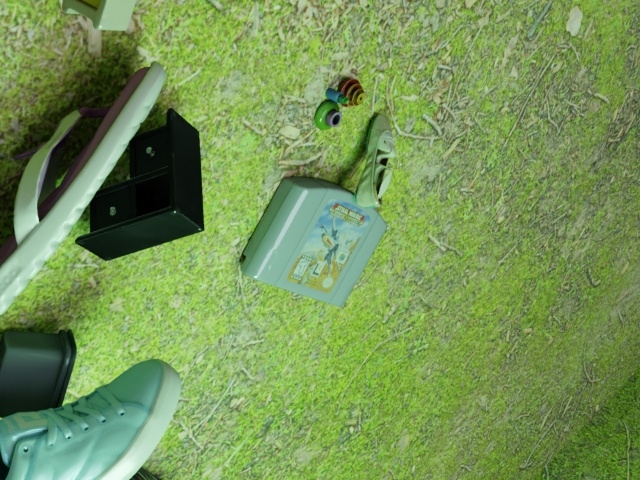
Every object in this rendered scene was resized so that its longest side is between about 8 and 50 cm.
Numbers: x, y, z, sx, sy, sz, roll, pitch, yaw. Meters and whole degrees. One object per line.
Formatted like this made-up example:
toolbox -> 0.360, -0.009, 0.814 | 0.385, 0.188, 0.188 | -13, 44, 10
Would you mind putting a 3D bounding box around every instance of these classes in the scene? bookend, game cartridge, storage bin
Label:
bookend -> -0.241, -0.073, 1.401 | 0.072, 0.156, 0.157 | 41, 38, -55
game cartridge -> 0.000, 0.000, 1.798 | 0.297, 0.062, 0.198 | 21, 103, -55
storage bin -> -0.395, 0.180, 1.420 | 0.091, 0.098, 0.135 | 13, 108, -26

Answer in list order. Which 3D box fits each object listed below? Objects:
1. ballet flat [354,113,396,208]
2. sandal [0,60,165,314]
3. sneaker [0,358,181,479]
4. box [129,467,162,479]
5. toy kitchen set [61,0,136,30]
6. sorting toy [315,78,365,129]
ballet flat -> 0.103, -0.132, 1.777 | 0.057, 0.052, 0.168 | 27, 74, -54
sandal -> -0.335, -0.063, 1.275 | 0.102, 0.169, 0.416 | 36, 86, -16
sneaker -> -0.337, 0.263, 1.337 | 0.366, 0.135, 0.150 | -45, 126, -22
box -> -0.299, 0.446, 1.669 | 0.142, 0.163, 0.247 | -50, 145, -9
toy kitchen set -> -0.310, -0.299, 1.071 | 0.207, 0.166, 0.122 | -9, 123, -48
sorting toy -> 0.036, -0.216, 1.682 | 0.102, 0.042, 0.061 | -52, 145, -9
